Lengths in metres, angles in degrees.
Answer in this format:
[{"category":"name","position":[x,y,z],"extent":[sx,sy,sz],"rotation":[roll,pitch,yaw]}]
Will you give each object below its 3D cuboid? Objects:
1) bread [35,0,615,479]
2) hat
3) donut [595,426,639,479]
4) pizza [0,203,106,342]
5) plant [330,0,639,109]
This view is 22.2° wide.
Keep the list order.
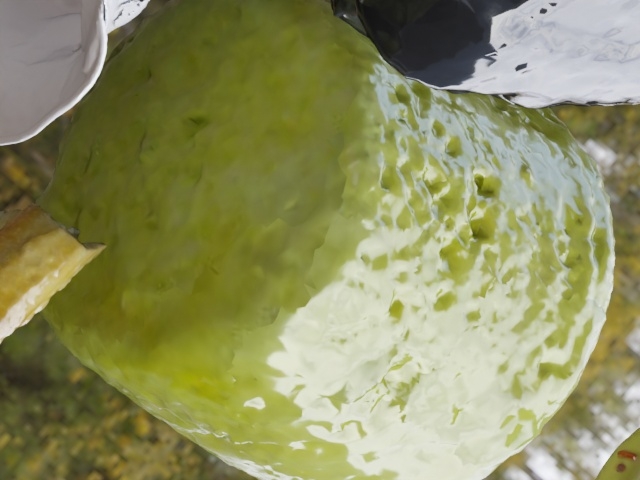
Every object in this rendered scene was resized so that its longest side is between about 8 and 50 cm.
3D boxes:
[{"category":"bread","position":[0.000,0.000,1.126],"extent":[0.348,0.308,0.348],"rotation":[-18,-123,30]},{"category":"hat","position":[-0.163,-0.159,0.893],"extent":[0.203,0.203,0.126],"rotation":[-45,177,36]},{"category":"donut","position":[0.231,0.193,1.149],"extent":[0.108,0.065,0.166],"rotation":[-22,-144,40]},{"category":"pizza","position":[-0.283,0.037,1.057],"extent":[0.280,0.075,0.287],"rotation":[-30,-154,-8]},{"category":"plant","position":[0.085,-0.110,0.423],"extent":[0.256,0.164,0.142],"rotation":[153,-67,-66]}]
